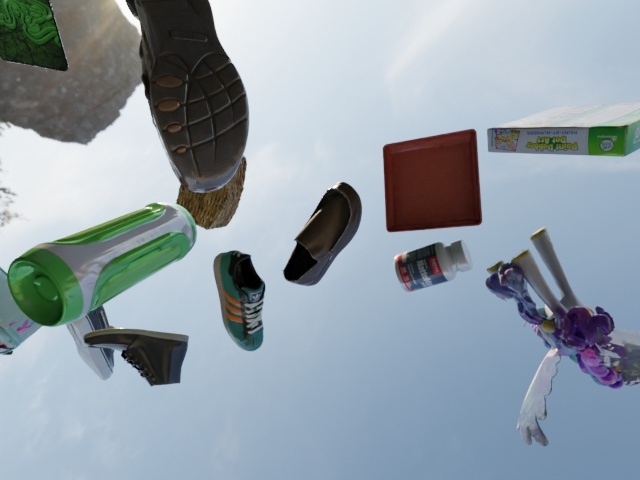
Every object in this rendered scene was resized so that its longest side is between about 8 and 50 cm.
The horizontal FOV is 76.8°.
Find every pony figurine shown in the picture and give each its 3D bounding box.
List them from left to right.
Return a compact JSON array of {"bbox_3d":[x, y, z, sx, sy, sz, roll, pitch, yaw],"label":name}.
[{"bbox_3d":[0.487,0.177,0.790,0.303,0.351,0.364,-42,-103,38],"label":"pony figurine"}]

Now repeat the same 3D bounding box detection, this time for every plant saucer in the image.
[{"bbox_3d":[0.308,-0.157,1.124,0.258,0.047,0.259,-4,-95,27],"label":"plant saucer"}]

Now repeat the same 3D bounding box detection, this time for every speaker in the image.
[{"bbox_3d":[-0.342,0.024,0.683,0.131,0.131,0.296,-9,-164,23],"label":"speaker"}]

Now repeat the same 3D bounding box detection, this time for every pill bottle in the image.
[{"bbox_3d":[0.294,0.062,1.056,0.180,0.108,0.108,-21,-131,27],"label":"pill bottle"}]

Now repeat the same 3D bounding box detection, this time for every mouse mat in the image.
[{"bbox_3d":[-0.533,-0.389,0.714,0.189,0.153,0.007,15,-144,18],"label":"mouse mat"}]

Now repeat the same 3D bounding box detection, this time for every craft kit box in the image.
[{"bbox_3d":[0.506,-0.220,0.783,0.249,0.061,0.246,-23,-159,-28],"label":"craft kit box"}]

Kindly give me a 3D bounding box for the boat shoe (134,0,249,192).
[{"bbox_3d":[-0.178,-0.203,0.547,0.116,0.123,0.325,-44,-125,55],"label":"boat shoe"}]

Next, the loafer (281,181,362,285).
[{"bbox_3d":[0.000,0.000,1.184,0.133,0.130,0.366,37,-63,24],"label":"loafer"}]

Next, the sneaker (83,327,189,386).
[{"bbox_3d":[-0.408,0.261,0.896,0.083,0.222,0.118,-29,-125,52],"label":"sneaker"}]

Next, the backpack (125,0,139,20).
[{"bbox_3d":[-0.437,-0.650,1.070,0.188,0.166,0.144,35,-123,12],"label":"backpack"}]

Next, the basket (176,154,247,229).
[{"bbox_3d":[-0.377,-0.201,1.526,0.213,0.223,0.299,22,-78,15],"label":"basket"}]

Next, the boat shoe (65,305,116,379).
[{"bbox_3d":[-0.706,0.322,1.298,0.121,0.335,0.119,27,-137,21],"label":"boat shoe"}]

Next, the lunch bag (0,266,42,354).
[{"bbox_3d":[-0.766,0.138,0.877,0.224,0.279,0.108,-18,-152,23],"label":"lunch bag"}]

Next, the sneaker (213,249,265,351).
[{"bbox_3d":[-0.210,0.174,1.136,0.121,0.302,0.108,-8,-168,41],"label":"sneaker"}]
